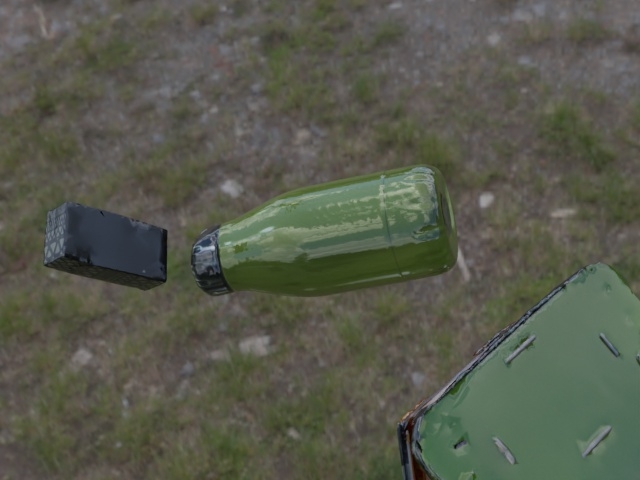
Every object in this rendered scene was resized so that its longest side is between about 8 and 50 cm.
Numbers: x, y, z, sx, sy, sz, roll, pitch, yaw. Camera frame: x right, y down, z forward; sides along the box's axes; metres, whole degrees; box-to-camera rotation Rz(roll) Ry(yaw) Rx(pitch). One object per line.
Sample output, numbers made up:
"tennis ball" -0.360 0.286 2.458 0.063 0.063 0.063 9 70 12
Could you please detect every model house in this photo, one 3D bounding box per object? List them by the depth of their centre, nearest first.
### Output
"model house" 0.193 0.186 1.010 0.294 0.154 0.207 -34 84 -35

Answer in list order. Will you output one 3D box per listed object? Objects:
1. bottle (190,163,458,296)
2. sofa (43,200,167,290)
"bottle" 0.000 0.000 1.118 0.260 0.112 0.112 -11 44 14
"sofa" -0.205 0.006 1.085 0.039 0.118 0.060 -20 63 44
